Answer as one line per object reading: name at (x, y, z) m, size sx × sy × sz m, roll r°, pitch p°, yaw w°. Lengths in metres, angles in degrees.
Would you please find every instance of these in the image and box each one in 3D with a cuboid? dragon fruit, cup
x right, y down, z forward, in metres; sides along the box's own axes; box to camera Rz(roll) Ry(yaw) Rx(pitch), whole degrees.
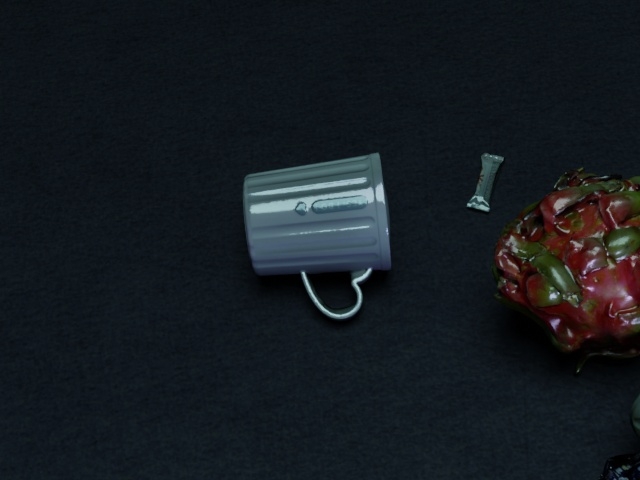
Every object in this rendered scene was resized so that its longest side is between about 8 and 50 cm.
dragon fruit at (0.380, 0.034, 1.886) m, size 0.303 × 0.237 × 0.231 m, roll 9°, pitch 49°, yaw -1°
cup at (-0.002, -0.012, 1.983) m, size 0.202 × 0.167 × 0.221 m, roll -6°, pitch 51°, yaw 2°

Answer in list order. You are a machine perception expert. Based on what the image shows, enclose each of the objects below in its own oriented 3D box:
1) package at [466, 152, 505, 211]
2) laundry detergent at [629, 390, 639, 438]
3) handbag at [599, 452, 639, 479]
package at (0.250, -0.089, 2.119) m, size 0.037 × 0.015 × 0.110 m, roll 12°, pitch 53°, yaw 12°
laundry detergent at (0.595, 0.168, 1.802) m, size 0.264 × 0.124 × 0.398 m, roll 10°, pitch 29°, yaw 37°
handbag at (0.425, 0.337, 1.676) m, size 0.208 × 0.229 × 0.126 m, roll 36°, pitch 99°, yaw 23°
